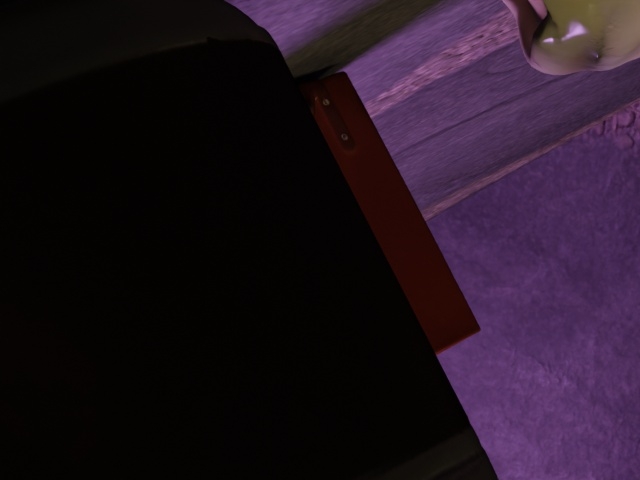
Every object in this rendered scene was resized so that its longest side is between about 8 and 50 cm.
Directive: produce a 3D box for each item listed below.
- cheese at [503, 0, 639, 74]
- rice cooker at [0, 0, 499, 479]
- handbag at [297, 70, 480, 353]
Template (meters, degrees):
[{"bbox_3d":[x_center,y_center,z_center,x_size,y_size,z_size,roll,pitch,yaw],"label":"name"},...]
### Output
[{"bbox_3d":[0.173,-0.172,0.828,0.233,0.127,0.266,-28,175,0],"label":"cheese"},{"bbox_3d":[-0.102,0.088,0.841,0.335,0.325,0.335,-27,173,-3],"label":"rice cooker"},{"bbox_3d":[0.000,0.000,1.184,0.127,0.190,0.063,-25,175,-33],"label":"handbag"}]
